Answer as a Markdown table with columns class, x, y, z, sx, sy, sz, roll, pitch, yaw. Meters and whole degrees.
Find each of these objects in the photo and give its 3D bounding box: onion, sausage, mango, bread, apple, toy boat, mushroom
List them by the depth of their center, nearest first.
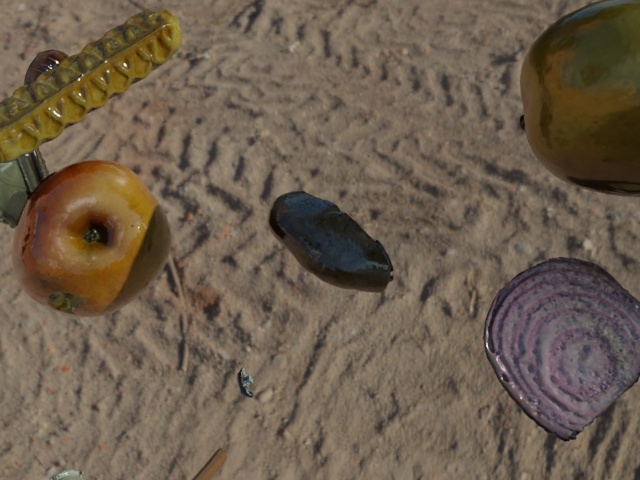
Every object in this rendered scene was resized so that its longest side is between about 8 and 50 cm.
| class | x | y | z | sx | sy | sz | roll | pitch | yaw |
| --- | --- | --- | --- | --- | --- | --- | --- | --- | --- |
| mango | 0.447 | -0.153 | 0.819 | 0.445 | 0.301 | 0.221 | 3 | 78 | 2 |
| mushroom | 0.001 | -0.001 | 0.997 | 0.094 | 0.072 | 0.210 | -29 | 58 | -32 |
| apple | -0.350 | -0.002 | 1.108 | 0.242 | 0.242 | 0.241 | -33 | 5 | -21 |
| bread | -0.362 | -0.242 | 1.117 | 0.084 | 0.077 | 0.367 | 44 | 68 | 13 |
| sausage | -0.179 | 0.365 | 1.149 | 0.026 | 0.026 | 0.116 | 6 | 18 | 19 |
| onion | 0.397 | 0.161 | 1.198 | 0.250 | 0.111 | 0.247 | -46 | 74 | 9 |
| mushroom | -0.470 | -0.272 | 1.273 | 0.109 | 0.085 | 0.126 | -8 | 63 | 65 |
| toy boat | -0.177 | 0.337 | 1.741 | 0.038 | 0.038 | 0.083 | -19 | 51 | -8 |

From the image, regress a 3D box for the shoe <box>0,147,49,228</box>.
| class | x | y | z | sx | sy | sz | roll | pitch | yaw |
| --- | --- | --- | --- | --- | --- | --- | --- | --- | --- |
| shoe | -0.568 | -0.056 | 1.368 | 0.149 | 0.293 | 0.109 | -14 | 36 | -13 |

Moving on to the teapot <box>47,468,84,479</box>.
| class | x | y | z | sx | sy | sz | roll | pitch | yaw |
| --- | --- | --- | --- | --- | --- | --- | --- | --- | --- |
| teapot | -0.336 | 0.434 | 1.072 | 0.077 | 0.107 | 0.200 | -40 | 52 | -8 |
